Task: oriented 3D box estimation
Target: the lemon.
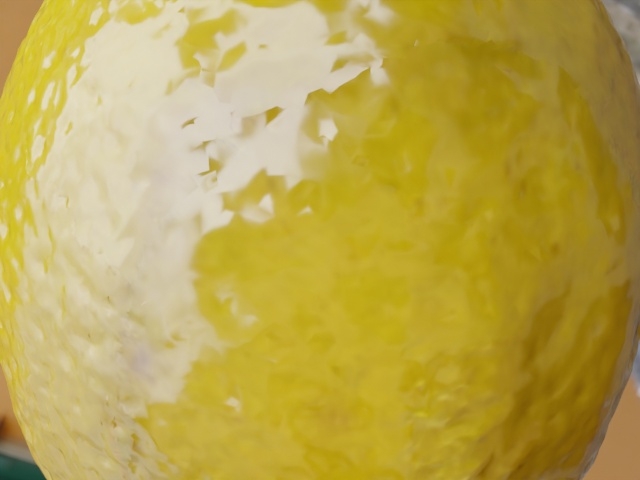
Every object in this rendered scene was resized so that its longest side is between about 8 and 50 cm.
[{"bbox_3d":[0.000,0.000,0.512,0.188,0.188,0.256,-131,39,-53],"label":"lemon"}]
